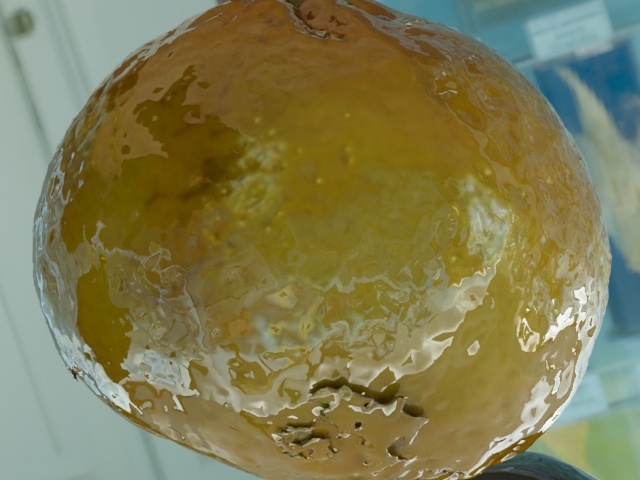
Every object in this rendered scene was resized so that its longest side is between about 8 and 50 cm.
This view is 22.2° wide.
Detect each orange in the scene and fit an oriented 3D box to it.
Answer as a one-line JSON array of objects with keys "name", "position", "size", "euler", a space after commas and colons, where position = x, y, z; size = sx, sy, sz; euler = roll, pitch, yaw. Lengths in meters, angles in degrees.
[{"name": "orange", "position": [0.001, 0.002, 0.627], "size": [0.219, 0.193, 0.219], "euler": [18, -165, -5]}]

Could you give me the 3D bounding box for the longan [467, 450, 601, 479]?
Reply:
[{"name": "longan", "position": [0.088, 0.192, 0.823], "size": [0.189, 0.189, 0.189], "euler": [-18, -174, 2]}]
